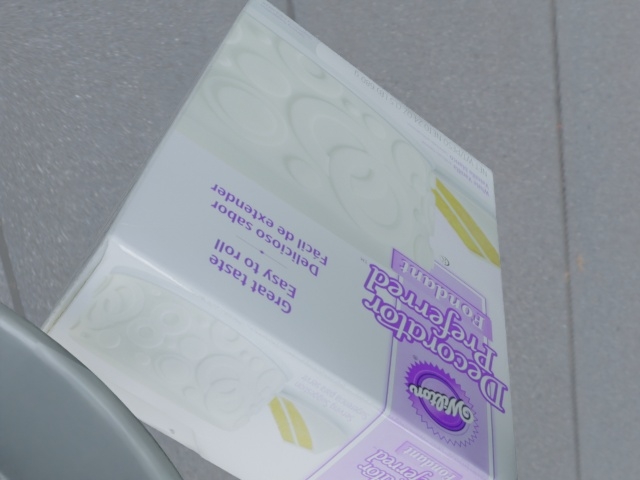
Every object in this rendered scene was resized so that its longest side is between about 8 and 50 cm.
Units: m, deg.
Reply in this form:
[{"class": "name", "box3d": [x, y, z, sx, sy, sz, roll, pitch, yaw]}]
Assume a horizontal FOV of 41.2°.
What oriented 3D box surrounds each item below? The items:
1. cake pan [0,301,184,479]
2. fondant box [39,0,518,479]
[{"class": "cake pan", "box3d": [-0.141, 0.102, 0.189, 0.293, 0.293, 0.054, 28, 115, -28]}, {"class": "fondant box", "box3d": [0.000, 0.000, 0.540, 0.238, 0.330, 0.096, 34, 123, -14]}]
